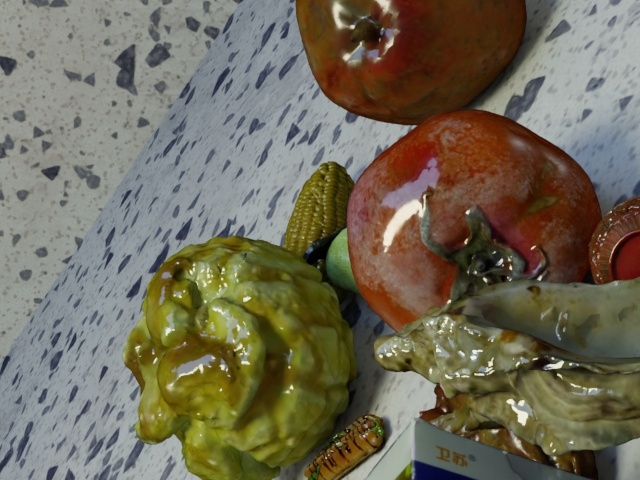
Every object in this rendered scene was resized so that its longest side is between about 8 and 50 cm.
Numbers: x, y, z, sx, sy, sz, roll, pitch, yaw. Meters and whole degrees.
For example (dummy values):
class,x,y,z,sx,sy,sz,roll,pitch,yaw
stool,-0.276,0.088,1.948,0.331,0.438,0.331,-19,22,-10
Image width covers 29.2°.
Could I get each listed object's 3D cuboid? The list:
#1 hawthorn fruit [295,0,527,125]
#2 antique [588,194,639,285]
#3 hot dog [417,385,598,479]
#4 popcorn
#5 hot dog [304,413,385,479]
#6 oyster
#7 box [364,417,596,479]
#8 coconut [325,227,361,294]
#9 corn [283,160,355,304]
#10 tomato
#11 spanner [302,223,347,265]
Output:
class,x,y,z,sx,sy,sz,roll,pitch,yaw
hawthorn fruit,0.087,-0.264,1.444,0.277,0.277,0.298,-44,-3,33
antique,0.264,0.012,0.976,0.104,0.104,0.104,-46,25,29
hot dog,0.137,0.186,1.028,0.160,0.099,0.227,-61,19,-7
popcorn,-0.094,0.123,1.368,0.282,0.247,0.282,-27,56,49
hot dog,0.024,0.222,1.302,0.122,0.037,0.049,-43,23,31
oyster,0.210,0.084,0.799,0.221,0.361,0.096,-46,-50,-78
box,0.123,0.282,0.771,0.299,0.200,0.106,-84,19,-46
coconut,0.055,0.022,1.432,0.096,0.088,0.087,8,66,39
corn,0.000,0.000,1.564,0.097,0.097,0.261,-42,26,36
tomato,0.133,-0.011,1.135,0.232,0.232,0.188,-53,9,14
spanner,0.049,-0.030,1.485,0.208,0.012,0.046,-40,-24,-24
